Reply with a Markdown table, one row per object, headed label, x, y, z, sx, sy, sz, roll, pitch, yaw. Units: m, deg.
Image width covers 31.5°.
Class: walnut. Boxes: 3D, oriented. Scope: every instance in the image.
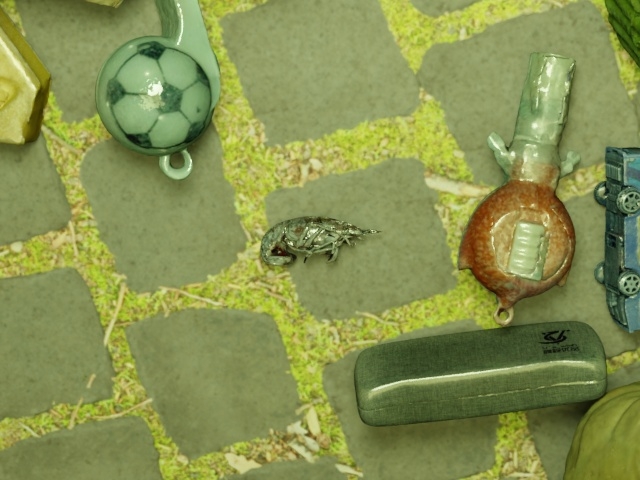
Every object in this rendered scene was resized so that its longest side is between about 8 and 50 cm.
| label | x | y | z | sx | sy | sz | roll | pitch | yaw |
| --- | --- | --- | --- | --- | --- | --- | --- | --- | --- |
| walnut | 0.451 | 0.310 | 1.429 | 0.253 | 0.282 | 0.277 | 14 | 114 | 41 |

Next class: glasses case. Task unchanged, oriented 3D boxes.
| label | x | y | z | sx | sy | sz | roll | pitch | yaw |
| --- | --- | --- | --- | --- | --- | --- | --- | --- | --- |
| glasses case | 0.205 | 0.172 | 1.476 | 0.323 | 0.131 | 0.074 | -8 | 111 | 5 |

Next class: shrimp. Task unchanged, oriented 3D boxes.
| label | x | y | z | sx | sy | sz | roll | pitch | yaw |
| --- | --- | --- | --- | --- | --- | --- | --- | --- | --- |
| shrimp | 0.000 | 0.000 | 1.492 | 0.165 | 0.056 | 0.065 | -2 | 87 | 14 |

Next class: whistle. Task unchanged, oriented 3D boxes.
| label | x | y | z | sx | sy | sz | roll | pitch | yaw |
| --- | --- | --- | --- | --- | --- | --- | --- | --- | --- |
| whistle | -0.213 | -0.215 | 1.411 | 0.163 | 0.163 | 0.290 | -14 | 100 | 7 |
| whistle | 0.263 | -0.061 | 1.429 | 0.142 | 0.134 | 0.346 | 12 | 95 | 10 |

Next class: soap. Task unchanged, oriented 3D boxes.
| label | x | y | z | sx | sy | sz | roll | pitch | yaw |
| --- | --- | --- | --- | --- | --- | --- | --- | --- | --- |
| soap | -0.459 | -0.227 | 1.460 | 0.160 | 0.080 | 0.257 | -35 | 97 | 10 |

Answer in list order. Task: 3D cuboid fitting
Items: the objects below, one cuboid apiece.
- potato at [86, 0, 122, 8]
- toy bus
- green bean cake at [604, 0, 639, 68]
| label | x | y | z | sx | sy | sz | roll | pitch | yaw |
| --- | --- | --- | --- | --- | --- | --- | --- | --- | --- |
| potato | -0.329 | -0.417 | 1.298 | 0.189 | 0.264 | 0.211 | -54 | 56 | 27 |
| toy bus | 0.410 | -0.004 | 1.457 | 0.094 | 0.079 | 0.236 | -6 | 102 | -11 |
| green bean cake | 0.444 | -0.299 | 1.319 | 0.214 | 0.200 | 0.113 | -27 | 56 | 10 |
